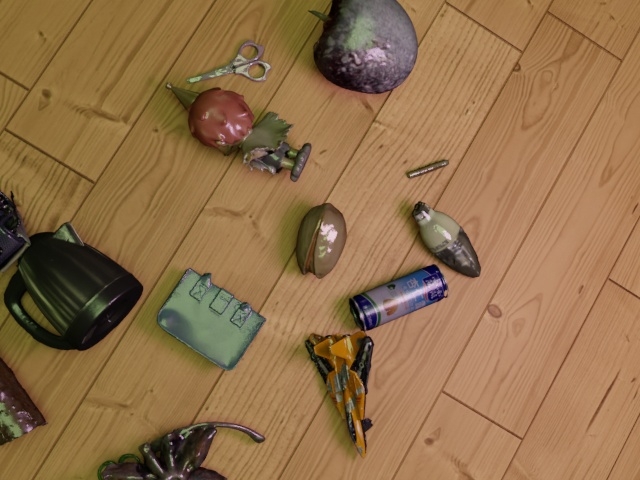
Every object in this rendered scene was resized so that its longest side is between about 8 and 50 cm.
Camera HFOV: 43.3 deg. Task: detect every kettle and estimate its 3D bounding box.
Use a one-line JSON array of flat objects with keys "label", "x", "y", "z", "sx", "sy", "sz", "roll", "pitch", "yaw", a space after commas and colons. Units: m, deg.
[{"label": "kettle", "x": -0.579, "y": 0.100, "z": 1.849, "sx": 0.271, "sy": 0.251, "sz": 0.207, "roll": 42, "pitch": 49, "yaw": 5}]

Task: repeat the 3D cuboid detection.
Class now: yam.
[{"label": "yam", "x": -0.747, "y": 0.335, "z": 1.815, "sx": 0.131, "sy": 0.131, "sz": 0.279, "roll": -35, "pitch": 91, "yaw": -10}, {"label": "yam", "x": 0.278, "y": -0.184, "z": 2.073, "sx": 0.116, "sy": 0.021, "sz": 0.021, "roll": -19, "pitch": 88, "yaw": -10}]

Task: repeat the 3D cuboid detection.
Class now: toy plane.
[{"label": "toy plane", "x": 0.079, "y": 0.371, "z": 1.950, "sx": 0.103, "sy": 0.204, "sz": 0.316, "roll": -33, "pitch": 109, "yaw": -48}]

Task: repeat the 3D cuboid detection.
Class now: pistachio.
[{"label": "pistachio", "x": 0.000, "y": 0.000, "z": 1.961, "sx": 0.124, "sy": 0.124, "sz": 0.185, "roll": 13, "pitch": 81, "yaw": -8}]

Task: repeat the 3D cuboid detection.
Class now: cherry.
[{"label": "cherry", "x": 0.104, "y": -0.493, "z": 1.977, "sx": 0.296, "sy": 0.218, "sz": 0.255, "roll": 25, "pitch": 78, "yaw": -20}]

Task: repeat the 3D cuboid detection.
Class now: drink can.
[{"label": "drink can", "x": 0.193, "y": 0.143, "z": 1.994, "sx": 0.235, "sy": 0.097, "sz": 0.097, "roll": -21, "pitch": 88, "yaw": -9}]

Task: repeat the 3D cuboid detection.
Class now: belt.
[{"label": "belt", "x": -0.730, "y": -0.039, "z": 1.803, "sx": 0.126, "sy": 0.230, "sz": 0.139, "roll": -42, "pitch": 130, "yaw": 0}]

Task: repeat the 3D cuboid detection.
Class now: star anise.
[{"label": "star anise", "x": -0.333, "y": 0.556, "z": 1.869, "sx": 0.359, "sy": 0.139, "sz": 0.315, "roll": 18, "pitch": 88, "yaw": -23}]

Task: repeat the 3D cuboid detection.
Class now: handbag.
[{"label": "handbag", "x": -0.263, "y": 0.186, "z": 1.938, "sx": 0.229, "sy": 0.062, "sz": 0.179, "roll": 33, "pitch": 78, "yaw": -4}]

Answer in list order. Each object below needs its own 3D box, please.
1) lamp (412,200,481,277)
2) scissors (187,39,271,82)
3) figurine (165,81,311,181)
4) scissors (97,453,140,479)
[{"label": "lamp", "x": 0.320, "y": 0.001, "z": 2.028, "sx": 0.250, "sy": 0.101, "sz": 0.101, "roll": 44, "pitch": 80, "yaw": -15}, {"label": "scissors", "x": -0.231, "y": -0.429, "z": 2.015, "sx": 0.212, "sy": 0.021, "sz": 0.110, "roll": -19, "pitch": 86, "yaw": -11}, {"label": "figurine", "x": -0.211, "y": -0.265, "z": 1.944, "sx": 0.387, "sy": 0.166, "sz": 0.207, "roll": 24, "pitch": 48, "yaw": -4}, {"label": "scissors", "x": -0.446, "y": 0.606, "z": 1.885, "sx": 0.101, "sy": 0.027, "sz": 0.204, "roll": -20, "pitch": 86, "yaw": -8}]
